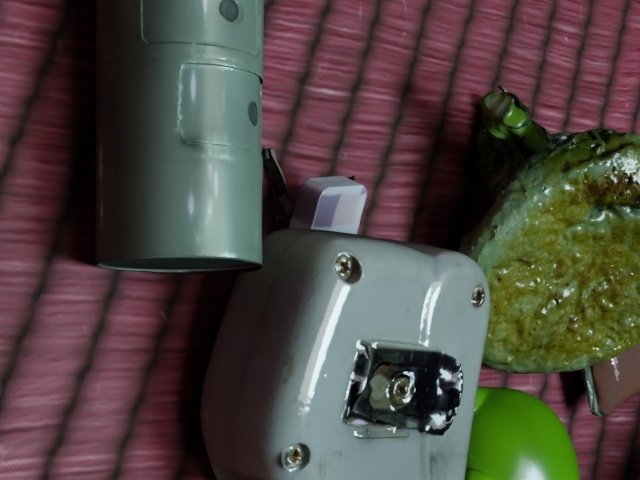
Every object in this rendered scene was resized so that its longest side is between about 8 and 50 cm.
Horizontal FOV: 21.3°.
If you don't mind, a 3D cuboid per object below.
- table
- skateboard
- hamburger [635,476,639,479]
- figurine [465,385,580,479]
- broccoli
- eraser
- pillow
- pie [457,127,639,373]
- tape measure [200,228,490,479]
[{"bbox_3d":[-0.105,-0.090,1.262,0.126,0.126,0.220,8,80,-49],"label":"table"},{"bbox_3d":[-0.012,-0.056,1.446,0.083,0.032,0.064,-22,92,-46],"label":"skateboard"},{"bbox_3d":[0.422,0.315,1.711,0.176,0.300,0.300,50,49,-13],"label":"hamburger"},{"bbox_3d":[0.177,0.226,1.555,0.263,0.143,0.162,43,38,-51],"label":"figurine"},{"bbox_3d":[0.186,-0.091,1.594,0.204,0.118,0.122,47,55,-62],"label":"broccoli"},{"bbox_3d":[0.000,0.000,1.420,0.065,0.026,0.105,-4,114,-48],"label":"eraser"},{"bbox_3d":[0.305,0.071,1.767,0.171,0.075,0.179,-27,103,-42],"label":"pillow"},{"bbox_3d":[0.243,0.018,1.601,0.277,0.277,0.078,39,18,-40],"label":"pie"},{"bbox_3d":[0.030,0.126,1.366,0.265,0.130,0.258,8,93,-48],"label":"tape measure"}]
